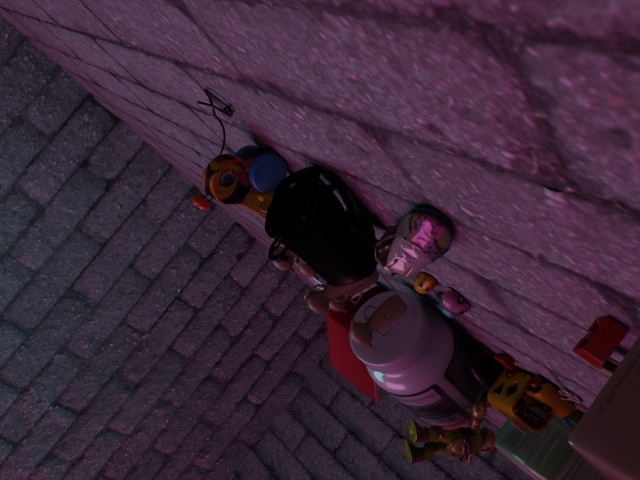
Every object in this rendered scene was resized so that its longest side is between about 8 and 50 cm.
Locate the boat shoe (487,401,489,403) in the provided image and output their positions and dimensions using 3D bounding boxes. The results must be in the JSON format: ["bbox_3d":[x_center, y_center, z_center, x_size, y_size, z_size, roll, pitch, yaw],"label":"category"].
[{"bbox_3d":[0.375,0.354,1.727,0.302,0.109,0.098,45,135,-18],"label":"boat shoe"}]

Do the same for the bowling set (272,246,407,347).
[{"bbox_3d":[0.033,0.079,1.307,0.287,0.154,0.200,52,179,-4],"label":"bowling set"}]

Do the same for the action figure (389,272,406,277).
[{"bbox_3d":[0.138,0.051,1.225,0.038,0.030,0.115,48,167,-30],"label":"action figure"}]

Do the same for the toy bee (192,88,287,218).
[{"bbox_3d":[-0.149,-0.105,1.144,0.298,0.162,0.195,40,175,-15],"label":"toy bee"}]

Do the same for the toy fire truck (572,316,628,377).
[{"bbox_3d":[0.356,0.159,0.725,0.135,0.047,0.192,36,173,23],"label":"toy fire truck"}]

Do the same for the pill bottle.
[{"bbox_3d":[0.228,0.271,1.427,0.210,0.210,0.363,31,169,47],"label":"pill bottle"}]

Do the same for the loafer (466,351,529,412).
[{"bbox_3d":[0.396,0.317,1.404,0.223,0.076,0.078,38,165,-22],"label":"loafer"}]

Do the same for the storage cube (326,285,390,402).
[{"bbox_3d":[0.149,0.265,1.637,0.193,0.183,0.215,30,136,48],"label":"storage cube"}]

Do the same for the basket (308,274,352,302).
[{"bbox_3d":[0.039,0.088,1.653,0.113,0.103,0.167,35,173,22],"label":"basket"}]

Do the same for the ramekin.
[{"bbox_3d":[0.574,0.525,1.537,0.303,0.148,0.303,38,173,6],"label":"ramekin"}]

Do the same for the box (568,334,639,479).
[{"bbox_3d":[0.371,0.195,0.487,0.121,0.148,0.311,42,171,-22],"label":"box"}]

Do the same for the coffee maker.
[{"bbox_3d":[0.000,0.000,1.015,0.120,0.171,0.178,5,151,48],"label":"coffee maker"}]

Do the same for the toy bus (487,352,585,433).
[{"bbox_3d":[0.418,0.329,1.261,0.191,0.104,0.202,32,171,39],"label":"toy bus"}]

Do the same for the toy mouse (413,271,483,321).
[{"bbox_3d":[0.229,0.112,1.132,0.143,0.031,0.161,39,173,-4],"label":"toy mouse"}]

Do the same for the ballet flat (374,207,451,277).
[{"bbox_3d":[0.117,0.011,0.860,0.077,0.079,0.221,40,173,-2],"label":"ballet flat"}]

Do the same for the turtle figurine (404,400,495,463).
[{"bbox_3d":[0.303,0.455,1.420,0.270,0.217,0.087,98,166,-47],"label":"turtle figurine"}]
